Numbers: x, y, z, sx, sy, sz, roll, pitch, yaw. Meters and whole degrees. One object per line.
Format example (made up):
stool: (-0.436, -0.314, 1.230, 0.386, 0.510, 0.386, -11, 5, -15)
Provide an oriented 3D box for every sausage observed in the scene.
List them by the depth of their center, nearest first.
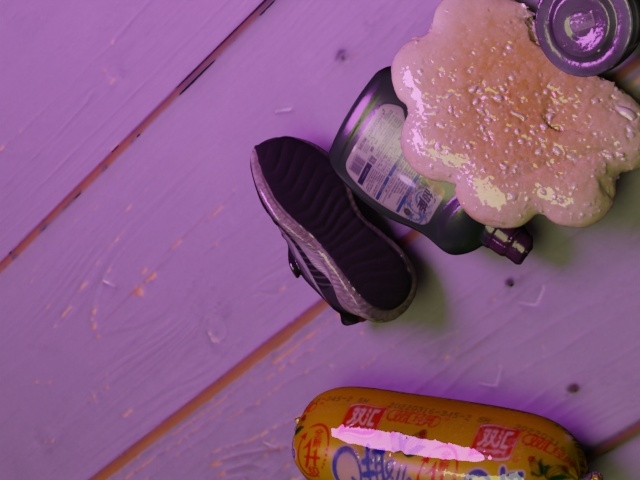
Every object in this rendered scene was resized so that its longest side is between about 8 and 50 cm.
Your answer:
sausage: (0.118, 0.220, 1.338, 0.347, 0.123, 0.123, 5, 105, 30)

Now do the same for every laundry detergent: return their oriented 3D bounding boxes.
laundry detergent: (0.123, -0.065, 1.286, 0.221, 0.078, 0.144, 37, 111, 18)

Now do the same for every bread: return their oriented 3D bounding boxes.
bread: (0.172, -0.111, 1.225, 0.251, 0.039, 0.182, 42, 90, 14)

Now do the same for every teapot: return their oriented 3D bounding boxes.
teapot: (0.258, -0.205, 1.162, 0.124, 0.091, 0.092, -37, 84, 38)

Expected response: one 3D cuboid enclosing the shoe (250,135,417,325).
shoe: (0.000, 0.000, 1.365, 0.227, 0.099, 0.112, 50, 152, 8)
